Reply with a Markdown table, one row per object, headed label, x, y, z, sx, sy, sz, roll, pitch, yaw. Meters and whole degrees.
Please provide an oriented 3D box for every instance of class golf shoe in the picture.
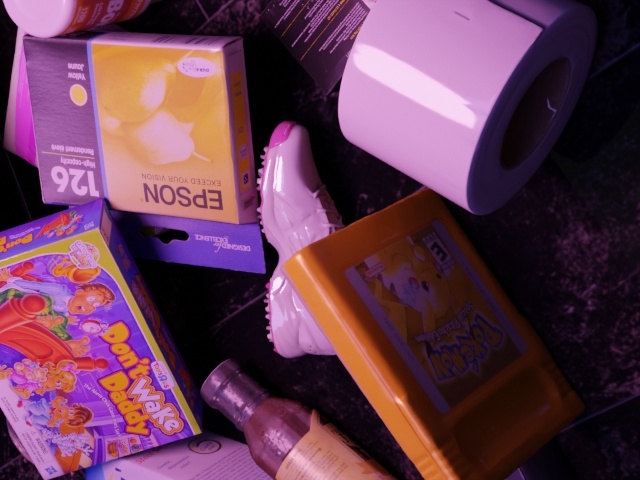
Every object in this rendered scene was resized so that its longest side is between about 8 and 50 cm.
| label | x | y | z | sx | sy | sz | roll | pitch | yaw |
| --- | --- | --- | --- | --- | --- | --- | --- | --- | --- |
| golf shoe | 0.000 | 0.000 | 1.771 | 0.140 | 0.115 | 0.306 | 2 | 109 | 19 |

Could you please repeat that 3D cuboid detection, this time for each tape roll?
| label | x | y | z | sx | sy | sz | roll | pitch | yaw |
| --- | --- | --- | --- | --- | --- | --- | --- | --- | --- |
| tape roll | 0.157 | -0.170 | 1.499 | 0.169 | 0.246 | 0.246 | 32 | 122 | 22 |

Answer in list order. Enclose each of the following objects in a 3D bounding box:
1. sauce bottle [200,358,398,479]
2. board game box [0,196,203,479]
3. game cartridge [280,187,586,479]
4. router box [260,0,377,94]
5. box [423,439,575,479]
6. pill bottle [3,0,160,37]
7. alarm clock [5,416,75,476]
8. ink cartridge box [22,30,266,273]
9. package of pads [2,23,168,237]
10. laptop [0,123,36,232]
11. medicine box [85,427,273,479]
| label | x | y | z | sx | sy | sz | roll | pitch | yaw |
| --- | --- | --- | --- | --- | --- | --- | --- | --- | --- |
| sauce bottle | -0.014 | 0.285 | 1.861 | 0.344 | 0.111 | 0.111 | 40 | 124 | 18 |
| board game box | -0.325 | 0.136 | 1.860 | 0.233 | 0.078 | 0.347 | -18 | 121 | 7 |
| game cartridge | 0.136 | 0.110 | 1.584 | 0.052 | 0.285 | 0.324 | -42 | 80 | 38 |
| router box | 0.025 | -0.280 | 1.681 | 0.133 | 0.046 | 0.179 | 51 | 127 | 10 |
| box | 0.227 | 0.324 | 1.713 | 0.158 | 0.093 | 0.156 | -32 | 86 | 39 |
| pill bottle | -0.283 | -0.328 | 1.777 | 0.121 | 0.216 | 0.121 | 13 | 113 | 33 |
| alarm clock | -0.418 | 0.260 | 2.171 | 0.129 | 0.064 | 0.192 | 10 | 113 | 33 |
| ink cartridge box | -0.223 | -0.107 | 1.782 | 0.303 | 0.072 | 0.307 | 6 | 111 | 27 |
| package of pads | -0.286 | -0.173 | 1.907 | 0.296 | 0.101 | 0.229 | 30 | 122 | 24 |
| laptop | -0.563 | -0.115 | 1.987 | 0.408 | 0.236 | 0.382 | -36 | 69 | 39 |
| medicine box | -0.179 | 0.417 | 2.000 | 0.289 | 0.149 | 0.264 | 15 | 114 | 30 |
